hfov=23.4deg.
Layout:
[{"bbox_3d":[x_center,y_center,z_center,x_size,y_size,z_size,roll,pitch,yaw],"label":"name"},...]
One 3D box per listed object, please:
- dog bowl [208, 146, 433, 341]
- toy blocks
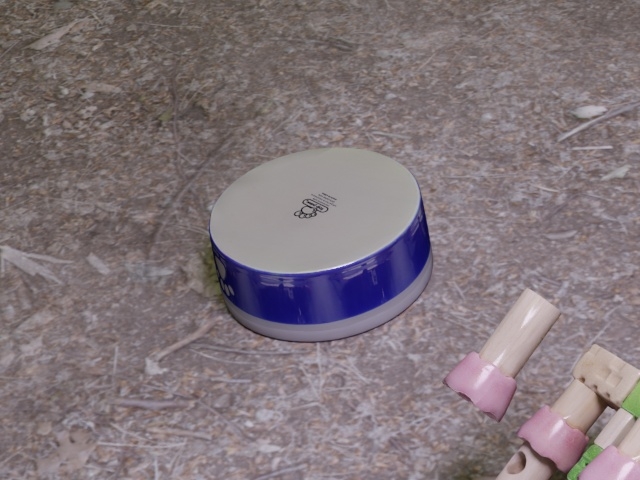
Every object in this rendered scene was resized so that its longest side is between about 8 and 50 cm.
[{"bbox_3d":[0.000,0.000,1.881,0.264,0.104,0.265,-8,35,5],"label":"dog bowl"},{"bbox_3d":[0.264,0.255,1.410,0.260,0.309,0.288,-54,32,-2],"label":"toy blocks"}]
